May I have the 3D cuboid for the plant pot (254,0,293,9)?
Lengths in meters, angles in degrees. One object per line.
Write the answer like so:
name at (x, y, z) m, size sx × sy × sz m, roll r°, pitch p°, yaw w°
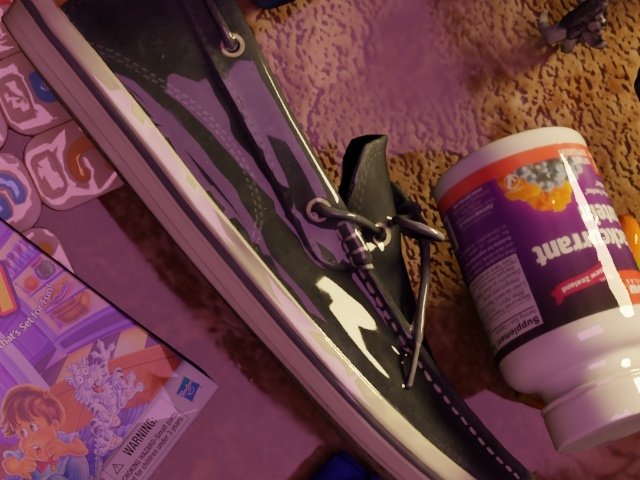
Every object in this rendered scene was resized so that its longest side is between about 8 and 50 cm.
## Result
plant pot at (0.029, -0.311, 1.077) m, size 0.212 × 0.236 × 0.236 m, roll -29°, pitch 97°, yaw -17°

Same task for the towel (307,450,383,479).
towel at (-0.001, 0.332, 1.148) m, size 0.227 × 0.076 × 0.308 m, roll 43°, pitch 82°, yaw -8°

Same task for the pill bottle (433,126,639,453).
pill bottle at (0.154, 0.034, 1.065) m, size 0.108 × 0.108 × 0.193 m, roll -16°, pitch 72°, yaw -12°

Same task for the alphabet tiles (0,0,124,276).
alphabet tiles at (-0.281, -0.062, 1.113) m, size 0.278 × 0.021 × 0.284 m, roll -24°, pitch 95°, yaw -11°

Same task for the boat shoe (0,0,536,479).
boat shoe at (0.000, 0.000, 1.092) m, size 0.156 × 0.187 × 0.500 m, roll -39°, pitch 96°, yaw -6°

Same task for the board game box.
board game box at (-0.266, 0.158, 1.074) m, size 0.233 × 0.078 × 0.347 m, roll 38°, pitch 85°, yaw -13°

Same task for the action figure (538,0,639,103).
action figure at (0.238, -0.168, 1.168) m, size 0.164 × 0.141 × 0.276 m, roll -15°, pitch 95°, yaw -8°

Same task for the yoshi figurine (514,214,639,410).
yoshi figurine at (0.333, 0.078, 1.199) m, size 0.362 × 0.203 × 0.203 m, roll 12°, pitch 47°, yaw 2°
